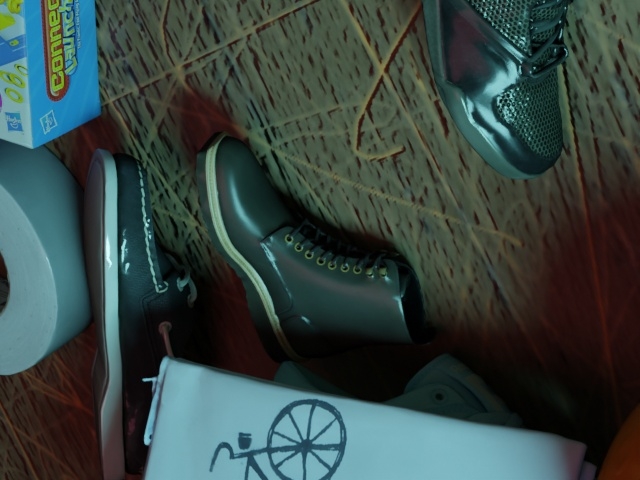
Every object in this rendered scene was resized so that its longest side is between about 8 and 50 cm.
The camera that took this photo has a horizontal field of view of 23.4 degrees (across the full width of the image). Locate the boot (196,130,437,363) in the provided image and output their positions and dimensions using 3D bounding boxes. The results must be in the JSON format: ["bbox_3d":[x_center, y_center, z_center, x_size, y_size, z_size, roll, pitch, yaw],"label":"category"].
[{"bbox_3d":[0.000,0.000,1.161,0.137,0.077,0.198,-7,123,32],"label":"boot"}]

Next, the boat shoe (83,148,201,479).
[{"bbox_3d":[-0.145,0.062,1.278,0.114,0.091,0.302,-116,25,-56],"label":"boat shoe"}]

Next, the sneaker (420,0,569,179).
[{"bbox_3d":[0.134,-0.148,0.971,0.130,0.087,0.227,-2,107,42],"label":"sneaker"}]

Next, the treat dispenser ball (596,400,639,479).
[{"bbox_3d":[0.300,0.188,0.899,0.288,0.288,0.288,16,122,28],"label":"treat dispenser ball"}]

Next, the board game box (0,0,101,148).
[{"bbox_3d":[-0.326,-0.259,1.232,0.308,0.086,0.302,18,123,27],"label":"board game box"}]

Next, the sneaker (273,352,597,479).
[{"bbox_3d":[0.115,0.161,1.126,0.366,0.135,0.150,7,87,15],"label":"sneaker"}]

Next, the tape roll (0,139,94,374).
[{"bbox_3d":[-0.295,0.007,1.361,0.219,0.072,0.219,15,121,27],"label":"tape roll"}]

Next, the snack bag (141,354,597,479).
[{"bbox_3d":[-0.002,0.266,1.077,0.343,0.037,0.323,9,84,25],"label":"snack bag"}]
